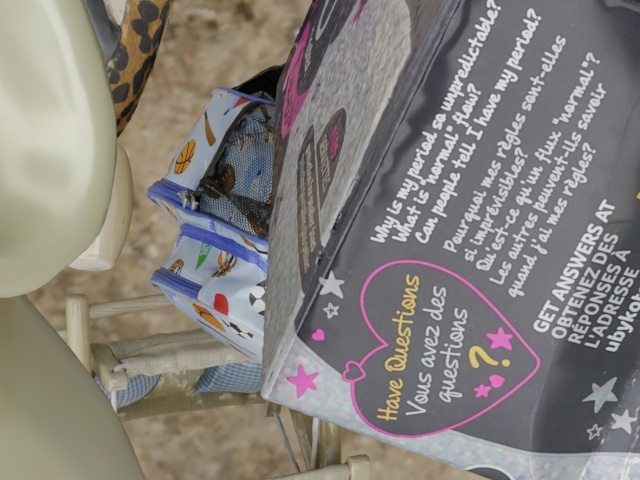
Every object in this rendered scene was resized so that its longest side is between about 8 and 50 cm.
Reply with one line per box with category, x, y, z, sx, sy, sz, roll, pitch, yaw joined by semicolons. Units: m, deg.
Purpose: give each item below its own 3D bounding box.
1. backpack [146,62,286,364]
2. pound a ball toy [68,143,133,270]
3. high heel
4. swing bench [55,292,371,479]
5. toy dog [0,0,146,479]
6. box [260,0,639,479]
backpack;0.000;0.000;1.290;0.213;0.276;0.263;-50;33;-2
pound a ball toy;-0.260;0.048;1.101;0.319;0.208;0.136;132;144;-56
high heel;-0.099;-0.190;1.074;0.093;0.261;0.186;19;137;23
swing bench;-0.107;0.160;1.491;0.165;0.253;0.255;-12;87;62
toy dog;-0.249;0.027;0.461;0.408;0.395;0.285;9;68;34
box;0.070;-0.047;0.595;0.142;0.247;0.163;21;115;-10
